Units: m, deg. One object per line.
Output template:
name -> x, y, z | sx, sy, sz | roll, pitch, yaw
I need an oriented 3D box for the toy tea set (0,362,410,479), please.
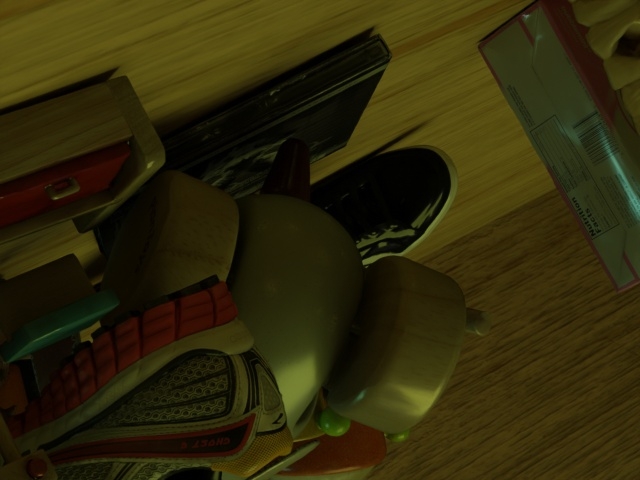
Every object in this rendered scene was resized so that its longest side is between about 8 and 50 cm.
toy tea set -> -0.108, 0.141, 1.153 | 0.336, 0.124, 0.200 | -3, -177, 25

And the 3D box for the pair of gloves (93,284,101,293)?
pair of gloves -> -0.132, 0.027, 1.204 | 0.083, 0.010, 0.074 | -29, 175, -10

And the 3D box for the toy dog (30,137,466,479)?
toy dog -> -0.072, 0.069, 0.858 | 0.334, 0.220, 0.161 | -32, -149, 27

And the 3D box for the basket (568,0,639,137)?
basket -> 0.304, -0.108, 0.764 | 0.331, 0.266, 0.328 | -31, 175, 19

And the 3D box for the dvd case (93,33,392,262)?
dvd case -> -0.049, -0.043, 0.894 | 0.164, 0.018, 0.221 | -27, 175, -8

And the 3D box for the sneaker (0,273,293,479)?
sneaker -> -0.102, 0.112, 0.710 | 0.225, 0.092, 0.088 | -41, 169, 33

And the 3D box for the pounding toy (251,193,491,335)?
pounding toy -> -0.030, 0.019, 1.095 | 0.237, 0.110, 0.183 | -7, -176, -35

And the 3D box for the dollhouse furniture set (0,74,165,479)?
dollhouse furniture set -> -0.115, 0.027, 0.565 | 0.184, 0.129, 0.129 | -24, 173, -36

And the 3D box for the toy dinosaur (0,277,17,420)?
toy dinosaur -> -0.279, 0.143, 0.973 | 0.296, 0.127, 0.200 | -26, -174, 46

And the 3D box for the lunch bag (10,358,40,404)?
lunch bag -> -0.223, 0.283, 1.268 | 0.212, 0.256, 0.305 | 12, -141, 17

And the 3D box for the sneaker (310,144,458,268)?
sneaker -> 0.000, 0.000, 1.267 | 0.217, 0.079, 0.121 | -29, 177, 22

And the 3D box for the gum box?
gum box -> 0.193, -0.066, 1.026 | 0.107, 0.188, 0.062 | -24, 173, -43
